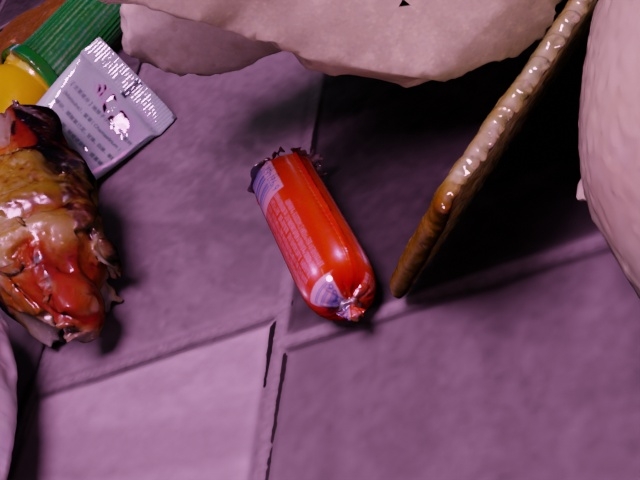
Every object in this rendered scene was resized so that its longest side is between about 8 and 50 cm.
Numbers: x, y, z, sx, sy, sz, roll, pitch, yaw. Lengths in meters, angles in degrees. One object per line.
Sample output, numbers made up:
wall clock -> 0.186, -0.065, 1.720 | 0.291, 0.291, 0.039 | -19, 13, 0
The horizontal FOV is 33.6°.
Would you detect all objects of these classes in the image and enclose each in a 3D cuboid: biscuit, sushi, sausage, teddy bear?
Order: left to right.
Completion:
biscuit -> -0.291, -0.187, 1.048 | 0.250, 0.035, 0.162 | -42, 41, -2
sushi -> -0.194, -0.005, 0.705 | 0.097, 0.103, 0.226 | -12, 40, -20
teddy bear -> -0.016, -0.246, 0.614 | 0.327, 0.375, 0.362 | -51, 37, 22
sausage -> 0.000, 0.000, 0.583 | 0.050, 0.048, 0.145 | -4, 32, -17
biscuit -> 0.105, -0.078, 0.518 | 0.231, 0.016, 0.139 | -54, -7, -19

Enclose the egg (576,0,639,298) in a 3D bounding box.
egg -> 0.221, -0.096, 0.359 | 0.337, 0.201, 0.337 | -26, 37, 22

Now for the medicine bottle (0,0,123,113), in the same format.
medicine bottle -> -0.265, -0.113, 0.909 | 0.111, 0.076, 0.309 | 13, 60, 44

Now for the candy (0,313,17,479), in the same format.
candy -> -0.284, 0.119, 0.607 | 0.214, 0.157, 0.289 | -37, 35, 11

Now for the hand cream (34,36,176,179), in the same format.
hand cream -> -0.258, -0.011, 0.799 | 0.331, 0.085, 0.058 | -43, 7, 1
